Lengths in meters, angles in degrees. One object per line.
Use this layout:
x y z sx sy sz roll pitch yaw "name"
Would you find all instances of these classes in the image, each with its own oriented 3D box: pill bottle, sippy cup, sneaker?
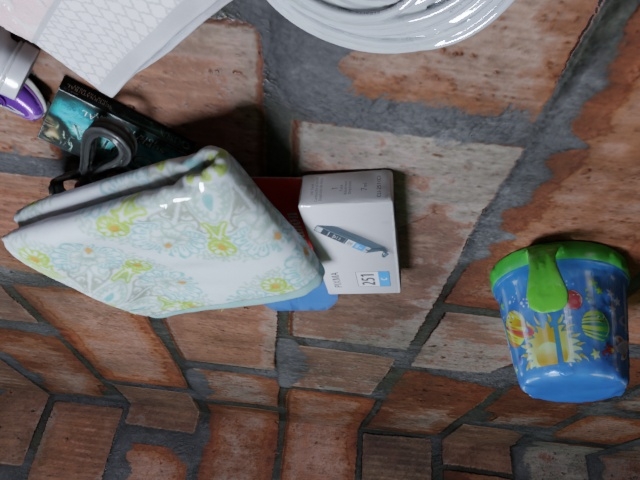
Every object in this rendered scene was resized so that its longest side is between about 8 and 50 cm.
-0.405 -0.224 0.579 0.160 0.087 0.087 27 143 -30 "pill bottle"
0.422 0.153 0.918 0.306 0.223 0.240 18 147 -18 "sippy cup"
-0.433 -0.191 0.656 0.170 0.071 0.068 25 144 -29 "sneaker"

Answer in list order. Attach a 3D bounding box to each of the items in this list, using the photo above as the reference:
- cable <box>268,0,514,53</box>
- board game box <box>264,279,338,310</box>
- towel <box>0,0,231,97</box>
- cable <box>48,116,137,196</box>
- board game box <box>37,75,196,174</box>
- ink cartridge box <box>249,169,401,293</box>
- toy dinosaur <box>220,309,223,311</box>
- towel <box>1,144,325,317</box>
0.047 -0.265 0.417 0.257 0.089 0.257 -6 149 26 "cable"
-0.048 0.101 1.109 0.169 0.033 0.133 -2 144 3 "board game box"
-0.240 -0.258 0.409 0.317 0.053 0.332 31 155 -35 "towel"
-0.327 -0.101 0.777 0.140 0.072 0.287 31 141 -3 "cable"
-0.289 -0.142 0.752 0.186 0.026 0.126 25 144 -28 "board game box"
0.000 0.000 0.898 0.262 0.066 0.296 -1 148 11 "ink cartridge box"
-0.240 0.099 1.108 0.112 0.064 0.212 31 141 -33 "toy dinosaur"
-0.221 0.018 0.806 0.375 0.090 0.320 -13 149 19 "towel"
